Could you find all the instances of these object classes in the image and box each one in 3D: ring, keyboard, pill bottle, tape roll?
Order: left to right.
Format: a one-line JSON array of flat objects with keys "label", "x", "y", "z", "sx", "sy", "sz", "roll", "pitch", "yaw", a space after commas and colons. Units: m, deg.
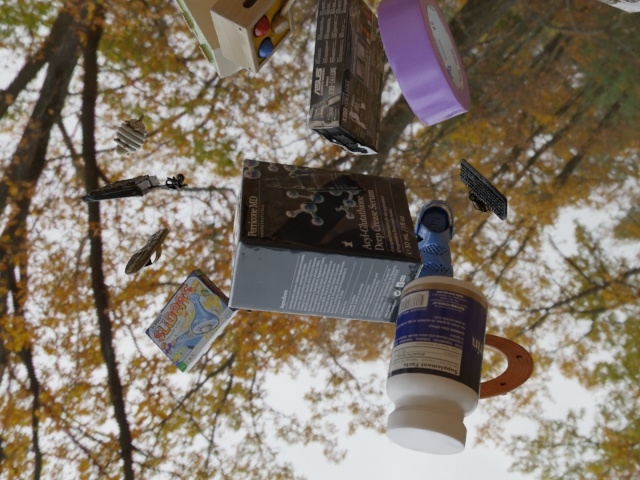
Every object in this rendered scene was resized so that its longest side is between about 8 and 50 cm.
[{"label": "keyboard", "x": -0.377, "y": -0.118, "z": 1.404, "sx": 0.201, "sy": 0.033, "sz": 0.317, "roll": -7, "pitch": -169, "yaw": -7}, {"label": "tape roll", "x": 0.216, "y": -0.378, "z": 1.363, "sx": 0.275, "sy": 0.090, "sz": 0.275, "roll": 44, "pitch": -145, "yaw": -43}, {"label": "pill bottle", "x": 0.190, "y": 0.206, "z": 1.104, "sx": 0.153, "sy": 0.153, "sz": 0.265, "roll": 27, "pitch": -122, "yaw": -21}, {"label": "ring", "x": 0.339, "y": 0.304, "z": 1.604, "sx": 0.336, "sy": 0.032, "sz": 0.336, "roll": -6, "pitch": -163, "yaw": 2}, {"label": "keyboard", "x": 0.372, "y": -0.107, "z": 1.564, "sx": 0.038, "sy": 0.100, "sz": 0.192, "roll": -23, "pitch": -139, "yaw": -8}]

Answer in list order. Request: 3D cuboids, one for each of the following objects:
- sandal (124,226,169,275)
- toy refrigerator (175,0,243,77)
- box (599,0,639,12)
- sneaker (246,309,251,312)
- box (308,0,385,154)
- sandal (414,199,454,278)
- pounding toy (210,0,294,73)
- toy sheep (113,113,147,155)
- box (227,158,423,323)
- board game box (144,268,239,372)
[{"label": "sandal", "x": -0.443, "y": 0.034, "z": 1.745, "sx": 0.049, "sy": 0.072, "sz": 0.180, "roll": 57, "pitch": -143, "yaw": -25}, {"label": "toy refrigerator", "x": -0.247, "y": -0.491, "z": 1.435, "sx": 0.269, "sy": 0.094, "sz": 0.102, "roll": 59, "pitch": 171, "yaw": 18}, {"label": "box", "x": 0.535, "y": -0.507, "z": 1.226, "sx": 0.290, "sy": 0.087, "sz": 0.169, "roll": 9, "pitch": -169, "yaw": -22}, {"label": "sneaker", "x": -0.180, "y": 0.102, "z": 1.932, "sx": 0.083, "sy": 0.224, "sz": 0.098, "roll": -2, "pitch": -140, "yaw": -39}, {"label": "box", "x": 0.066, "y": -0.364, "z": 1.472, "sx": 0.242, "sy": 0.076, "sz": 0.307, "roll": 13, "pitch": -100, "yaw": -65}, {"label": "sandal", "x": 0.289, "y": 0.018, "z": 1.726, "sx": 0.126, "sy": 0.138, "sz": 0.317, "roll": 3, "pitch": -124, "yaw": 3}, {"label": "pounding toy", "x": -0.085, "y": -0.359, "z": 1.054, "sx": 0.100, "sy": 0.130, "sz": 0.141, "roll": 32, "pitch": -108, "yaw": 16}, {"label": "toy sheep", "x": -0.523, "y": -0.292, "z": 1.841, "sx": 0.091, "sy": 0.132, "sz": 0.091, "roll": 37, "pitch": -177, "yaw": -2}, {"label": "box", "x": 0.000, "y": 0.000, "z": 1.530, "sx": 0.395, "sy": 0.212, "sz": 0.293, "roll": 6, "pitch": -138, "yaw": -10}, {"label": "board game box", "x": -0.295, "y": 0.184, "z": 1.521, "sx": 0.136, "sy": 0.201, "sz": 0.035, "roll": 43, "pitch": -164, "yaw": 12}]
